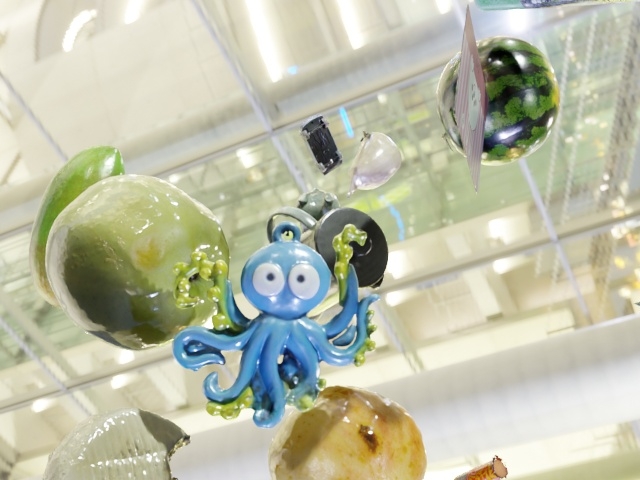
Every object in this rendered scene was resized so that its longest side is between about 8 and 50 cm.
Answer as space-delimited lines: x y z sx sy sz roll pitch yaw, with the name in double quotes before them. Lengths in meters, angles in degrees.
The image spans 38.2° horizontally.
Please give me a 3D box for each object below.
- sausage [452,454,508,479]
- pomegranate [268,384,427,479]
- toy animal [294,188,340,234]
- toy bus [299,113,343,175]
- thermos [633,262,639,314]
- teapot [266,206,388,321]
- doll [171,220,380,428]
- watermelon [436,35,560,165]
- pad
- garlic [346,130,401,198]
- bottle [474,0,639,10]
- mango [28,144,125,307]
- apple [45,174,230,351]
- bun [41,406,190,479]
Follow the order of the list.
"sausage" 0.309 0.473 1.846 0.050 0.145 0.048 49 -136 -3
"pomegranate" 0.040 0.452 1.881 0.342 0.342 0.342 53 -153 -42
"toy animal" 0.003 -0.001 2.370 0.127 0.125 0.251 -30 -58 -51
"toy bus" -0.006 -0.257 2.429 0.076 0.073 0.167 43 163 51
"thermos" 0.748 0.037 1.906 0.182 0.145 0.286 16 -88 -25
"teapot" -0.013 0.037 2.074 0.270 0.337 0.200 52 -126 -2
"doll" -0.076 0.132 1.504 0.099 0.346 0.341 90 -178 -78
"watermelon" 0.356 -0.279 1.862 0.269 0.269 0.269 53 -153 -42
"pad" 0.258 -0.229 1.561 0.300 0.005 0.202 55 -139 -63
"garlic" 0.077 -0.105 1.295 0.152 0.066 0.084 -71 0 -75
"bottle" 0.436 -0.467 1.663 0.093 0.330 0.093 -11 -77 -52
"mango" -0.526 -0.031 2.062 0.201 0.225 0.382 19 -95 -46
"apple" -0.349 0.048 1.802 0.357 0.357 0.357 53 -153 -42
"bun" -0.352 0.430 1.549 0.281 0.205 0.281 21 -131 -27
